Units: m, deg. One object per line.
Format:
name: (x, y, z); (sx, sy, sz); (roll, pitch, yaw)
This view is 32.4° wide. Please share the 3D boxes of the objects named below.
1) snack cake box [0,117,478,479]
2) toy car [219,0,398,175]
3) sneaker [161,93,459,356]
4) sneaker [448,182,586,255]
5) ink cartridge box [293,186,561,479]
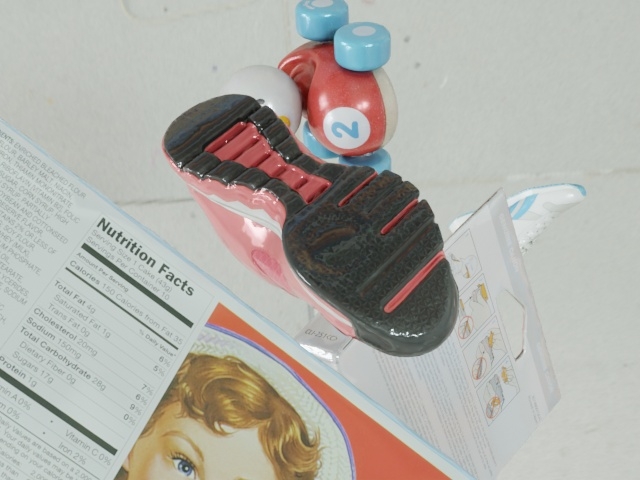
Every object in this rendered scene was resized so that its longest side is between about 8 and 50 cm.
snack cake box: (-0.064, 0.099, 0.389); (0.264, 0.089, 0.152); (39, 49, -12)
toy car: (-0.042, -0.172, 1.444); (0.238, 0.219, 0.210); (-19, 37, -21)
sneaker: (0.000, -0.001, 0.892); (0.116, 0.136, 0.314); (-37, 53, -17)
sneaker: (0.322, -0.026, 1.762); (0.228, 0.087, 0.092); (-24, 77, 27)
ink cartridge box: (0.118, 0.133, 1.090); (0.066, 0.296, 0.261); (13, 46, 42)
